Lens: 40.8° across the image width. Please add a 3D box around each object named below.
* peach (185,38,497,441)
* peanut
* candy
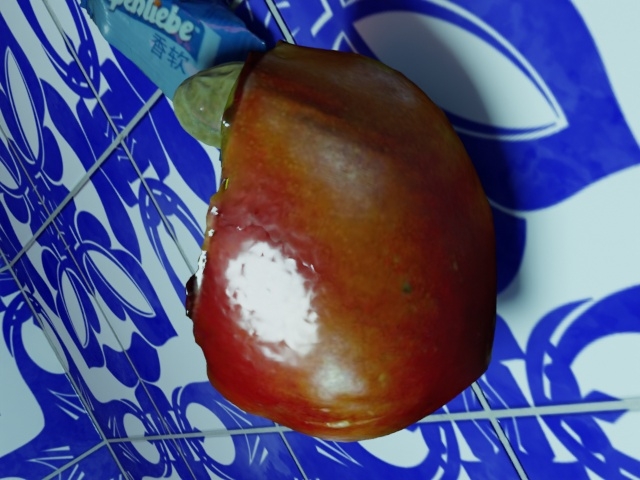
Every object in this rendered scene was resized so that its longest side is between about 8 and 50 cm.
[{"bbox_3d":[0.000,0.000,0.715,0.281,0.281,0.338,5,133,53],"label":"peach"},{"bbox_3d":[-0.056,-0.124,0.860,0.194,0.083,0.093,16,93,15],"label":"peanut"},{"bbox_3d":[-0.186,-0.249,0.980,0.331,0.077,0.187,43,139,20],"label":"candy"}]
